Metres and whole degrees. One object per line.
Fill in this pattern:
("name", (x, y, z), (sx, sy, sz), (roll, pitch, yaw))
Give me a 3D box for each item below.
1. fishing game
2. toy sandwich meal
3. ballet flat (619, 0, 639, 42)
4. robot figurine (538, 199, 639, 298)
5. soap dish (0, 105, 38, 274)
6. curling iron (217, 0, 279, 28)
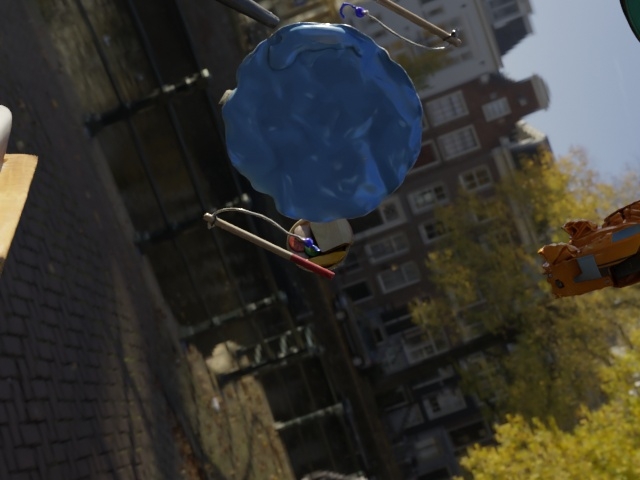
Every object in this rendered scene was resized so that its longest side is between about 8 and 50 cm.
("fishing game", (0.000, -0.108, 0.828), (0.041, 0.189, 0.264), (-73, -173, -82))
("toy sandwich meal", (0.000, 0.000, 1.084), (0.029, 0.085, 0.085), (92, -19, -67))
("ballet flat", (0.350, -0.292, 0.965), (0.203, 0.074, 0.074), (62, 5, -2))
("robot figurine", (0.419, -0.017, 1.065), (0.211, 0.291, 0.085), (-33, 97, -55))
("soap dish", (-0.269, 0.007, 0.358), (0.229, 0.291, 0.118), (-137, -133, -70))
("curling iron", (-0.177, -0.363, 1.207), (0.274, 0.035, 0.068), (23, 9, -18))
